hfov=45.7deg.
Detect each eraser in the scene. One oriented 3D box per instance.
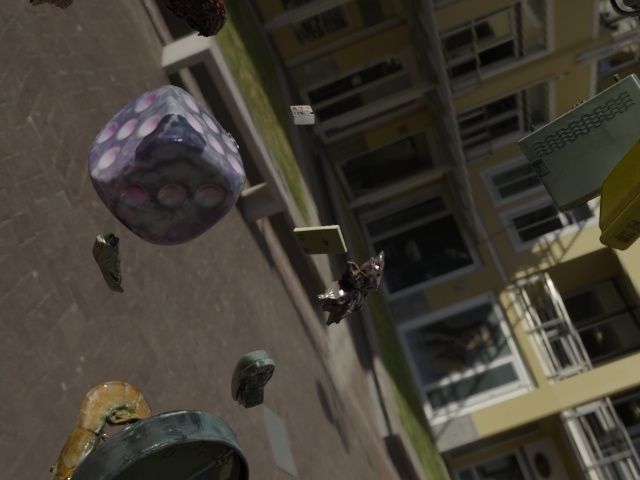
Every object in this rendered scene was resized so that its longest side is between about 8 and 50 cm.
[{"bbox_3d":[-0.046,-0.313,1.894,0.122,0.052,0.029,-109,-163,-69],"label":"eraser"},{"bbox_3d":[0.597,-0.099,1.409,0.226,0.069,0.157,108,-3,-58],"label":"eraser"}]

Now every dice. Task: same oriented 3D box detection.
[{"bbox_3d":[-0.353,-0.172,1.761,0.270,0.271,0.270,45,15,-37],"label":"dice"}]

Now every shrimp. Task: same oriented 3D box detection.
[{"bbox_3d":[-0.468,0.448,1.623,0.169,0.295,0.058,32,-20,-23],"label":"shrimp"}]

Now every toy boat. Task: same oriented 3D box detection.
[{"bbox_3d":[-0.136,0.283,1.545,0.260,0.078,0.085,118,-44,-61],"label":"toy boat"}]

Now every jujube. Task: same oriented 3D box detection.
[{"bbox_3d":[-0.240,-0.470,1.460,0.166,0.104,0.104,40,26,-44],"label":"jujube"}]

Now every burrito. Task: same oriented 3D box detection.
[{"bbox_3d":[-0.487,0.046,1.763,0.058,0.063,0.229,32,-29,16],"label":"burrito"}]

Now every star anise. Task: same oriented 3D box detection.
[{"bbox_3d":[0.075,0.097,1.595,0.065,0.182,0.195,37,-19,28],"label":"star anise"}]

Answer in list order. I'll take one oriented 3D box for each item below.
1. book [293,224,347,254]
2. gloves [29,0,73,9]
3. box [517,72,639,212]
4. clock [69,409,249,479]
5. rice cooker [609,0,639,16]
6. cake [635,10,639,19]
[{"bbox_3d":[0.000,0.000,1.772,0.014,0.111,0.077,-69,148,-46],"label":"book"},{"bbox_3d":[-0.436,-0.456,1.265,0.144,0.094,0.110,128,-32,-48],"label":"gloves"},{"bbox_3d":[0.574,-0.202,1.584,0.210,0.270,0.045,58,33,1],"label":"box"},{"bbox_3d":[-0.230,0.368,1.089,0.055,0.281,0.280,43,-14,44],"label":"clock"},{"bbox_3d":[0.439,-0.418,1.042,0.145,0.127,0.206,-9,-101,60],"label":"rice cooker"},{"bbox_3d":[0.578,-0.434,1.194,0.220,0.117,0.086,108,-10,-45],"label":"cake"}]
